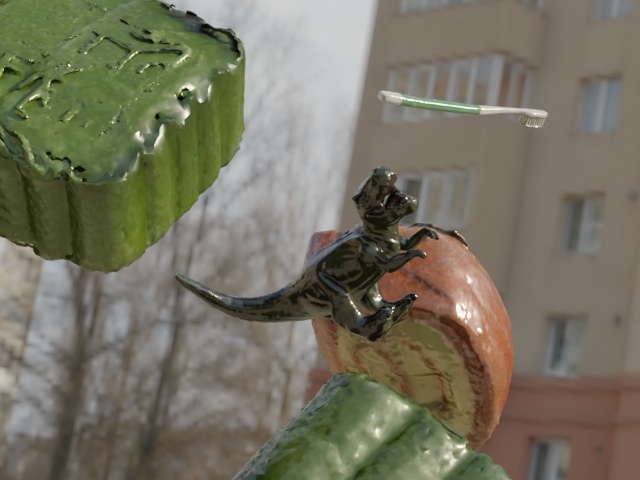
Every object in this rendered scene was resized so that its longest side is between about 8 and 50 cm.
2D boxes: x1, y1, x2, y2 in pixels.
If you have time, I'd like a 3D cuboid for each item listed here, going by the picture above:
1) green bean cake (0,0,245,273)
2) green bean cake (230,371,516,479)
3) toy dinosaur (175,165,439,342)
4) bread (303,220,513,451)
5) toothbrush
[{"bbox_3d":[-0.174,-0.090,1.226,0.200,0.214,0.113,26,-43,20],"label":"green bean cake"},{"bbox_3d":[0.065,0.302,1.318,0.319,0.218,0.335,36,-27,18],"label":"green bean cake"},{"bbox_3d":[0.000,0.000,1.391,0.179,0.187,0.087,31,20,11],"label":"toy dinosaur"},{"bbox_3d":[0.094,0.104,1.612,0.190,0.123,0.244,-5,-50,26],"label":"bread"},{"bbox_3d":[0.180,-0.165,2.111,0.257,0.024,0.018,5,23,-32],"label":"toothbrush"}]
